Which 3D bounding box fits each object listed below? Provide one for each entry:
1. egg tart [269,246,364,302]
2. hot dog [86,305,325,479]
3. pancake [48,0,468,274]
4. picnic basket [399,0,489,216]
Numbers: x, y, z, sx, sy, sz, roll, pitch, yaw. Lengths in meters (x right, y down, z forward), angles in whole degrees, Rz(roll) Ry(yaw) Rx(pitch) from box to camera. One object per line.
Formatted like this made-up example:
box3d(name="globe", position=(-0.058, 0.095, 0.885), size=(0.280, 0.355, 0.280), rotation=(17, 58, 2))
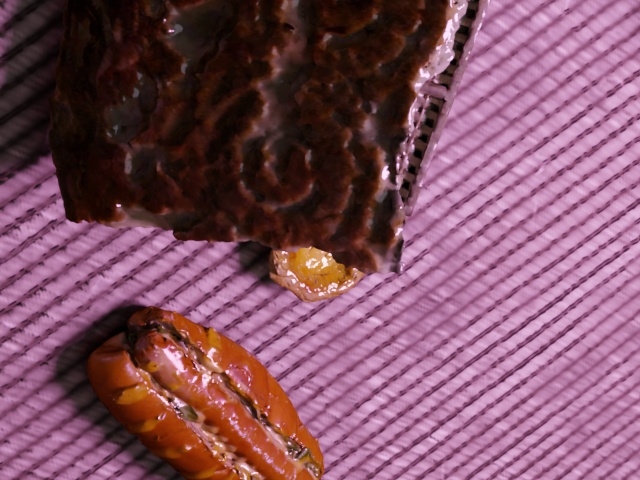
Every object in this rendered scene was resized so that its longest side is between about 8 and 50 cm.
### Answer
box3d(name="egg tart", position=(0.000, 0.000, 1.535), size=(0.105, 0.039, 0.105), rotation=(-15, 123, -24))
box3d(name="hot dog", position=(-0.082, 0.147, 1.553), size=(0.115, 0.072, 0.269), rotation=(-51, 130, -6))
box3d(name="pancake", position=(-0.025, -0.173, 1.285), size=(0.067, 0.305, 0.426), rotation=(-28, 140, -67))
box3d(name="picnic basket", position=(0.031, -0.144, 1.396), size=(0.134, 0.154, 0.196), rotation=(15, 109, -12))
